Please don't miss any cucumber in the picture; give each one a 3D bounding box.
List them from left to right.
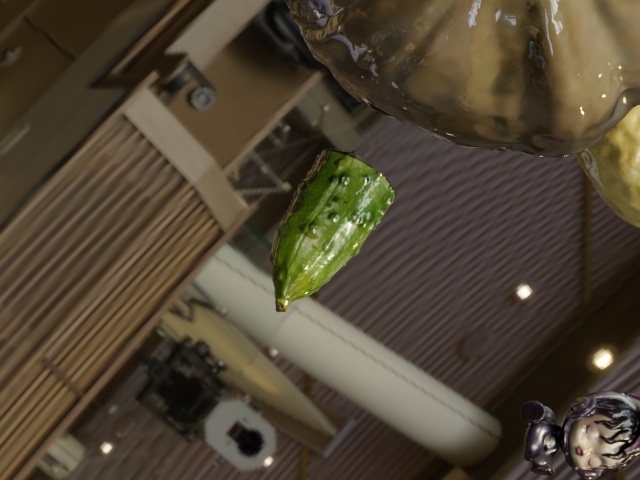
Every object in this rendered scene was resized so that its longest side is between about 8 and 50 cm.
[{"bbox_3d":[-0.003,-0.002,1.570,0.134,0.134,0.244,-6,-134,50],"label":"cucumber"}]

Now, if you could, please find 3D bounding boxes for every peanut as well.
[{"bbox_3d":[0.273,-0.149,1.096,0.147,0.319,0.147,-32,176,-2],"label":"peanut"}]

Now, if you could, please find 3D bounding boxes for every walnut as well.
[{"bbox_3d":[0.080,-0.137,0.484,0.224,0.224,0.224,-32,-152,20],"label":"walnut"}]

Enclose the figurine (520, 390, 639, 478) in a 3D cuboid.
[{"bbox_3d":[0.433,0.302,1.756,0.222,0.145,0.145,-2,-140,17],"label":"figurine"}]
